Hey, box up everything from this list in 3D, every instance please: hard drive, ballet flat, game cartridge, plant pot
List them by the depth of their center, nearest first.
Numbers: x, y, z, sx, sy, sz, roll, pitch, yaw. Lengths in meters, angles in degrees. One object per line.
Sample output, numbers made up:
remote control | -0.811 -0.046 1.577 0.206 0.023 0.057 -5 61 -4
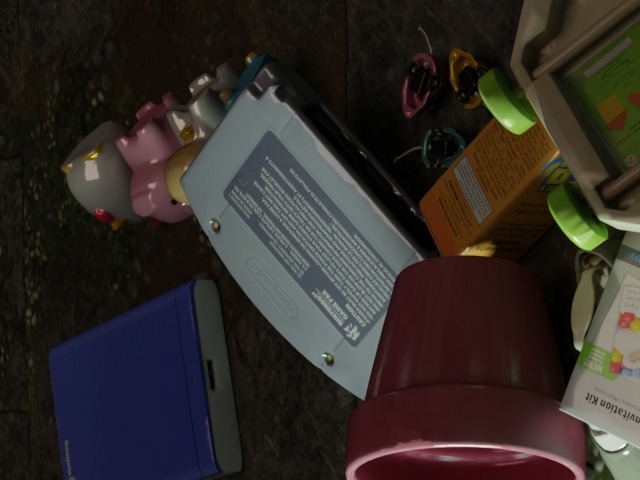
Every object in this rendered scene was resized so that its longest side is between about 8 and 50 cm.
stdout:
ballet flat | 0.233 0.104 1.616 0.072 0.068 0.213 -8 83 53
plant pot | 0.124 0.119 1.680 0.201 0.201 0.180 -29 51 50
game cartridge | 0.000 0.000 1.870 0.294 0.060 0.196 50 125 14
hard drive | -0.203 0.185 2.229 0.319 0.040 0.210 -25 69 50

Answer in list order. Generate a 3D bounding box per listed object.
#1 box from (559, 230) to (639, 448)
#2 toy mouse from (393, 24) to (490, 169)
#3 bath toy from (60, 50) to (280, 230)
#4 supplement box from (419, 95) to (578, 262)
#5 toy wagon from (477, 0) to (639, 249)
box | 0.280 0.073 1.524 0.145 0.038 0.186 25 100 36
toy mouse | 0.113 -0.117 1.817 0.143 0.031 0.161 -56 47 36
bath toy | -0.146 -0.080 2.100 0.348 0.129 0.151 -16 32 50
supplement box | 0.183 -0.069 1.683 0.233 0.078 0.080 -52 50 40
toy wagon | 0.282 -0.102 1.493 0.267 0.068 0.344 -38 62 20
